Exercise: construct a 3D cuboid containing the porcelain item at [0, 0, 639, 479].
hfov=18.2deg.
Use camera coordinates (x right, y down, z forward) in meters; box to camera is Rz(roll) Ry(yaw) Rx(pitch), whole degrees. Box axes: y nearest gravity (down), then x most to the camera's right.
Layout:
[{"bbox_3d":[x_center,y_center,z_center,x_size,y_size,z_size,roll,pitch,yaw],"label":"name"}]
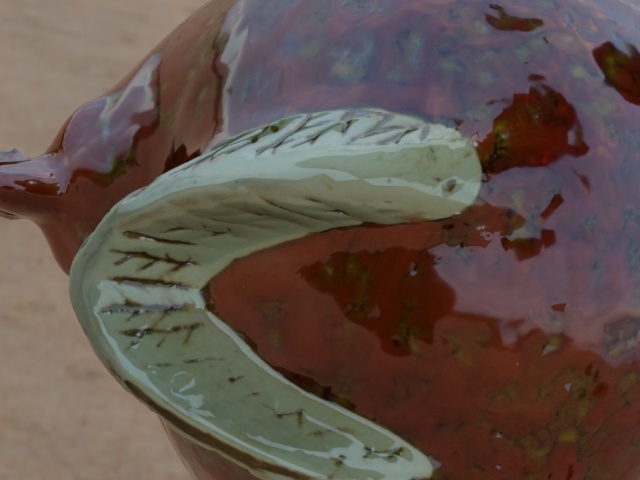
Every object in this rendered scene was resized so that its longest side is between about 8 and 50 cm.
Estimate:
[{"bbox_3d":[0.000,0.000,0.649,0.253,0.253,0.253,13,23,-6],"label":"porcelain item"}]
